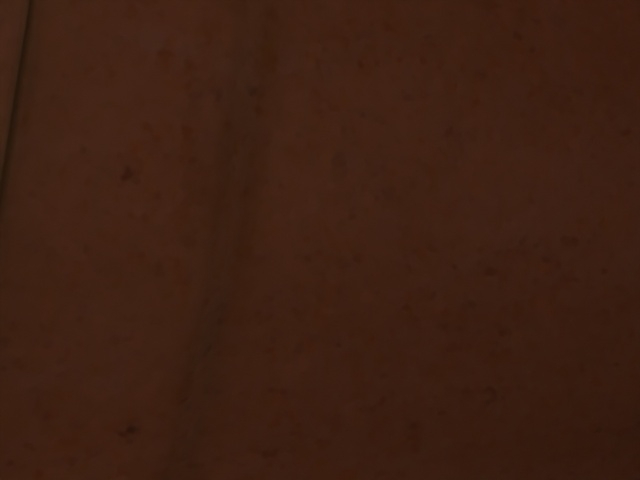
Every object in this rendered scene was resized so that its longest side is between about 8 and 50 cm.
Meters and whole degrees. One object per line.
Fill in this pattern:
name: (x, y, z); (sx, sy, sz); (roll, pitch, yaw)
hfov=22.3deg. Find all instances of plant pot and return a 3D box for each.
plant pot: (0.037, -0.002, 0.523); (0.334, 0.305, 0.333); (-170, 90, -78)
